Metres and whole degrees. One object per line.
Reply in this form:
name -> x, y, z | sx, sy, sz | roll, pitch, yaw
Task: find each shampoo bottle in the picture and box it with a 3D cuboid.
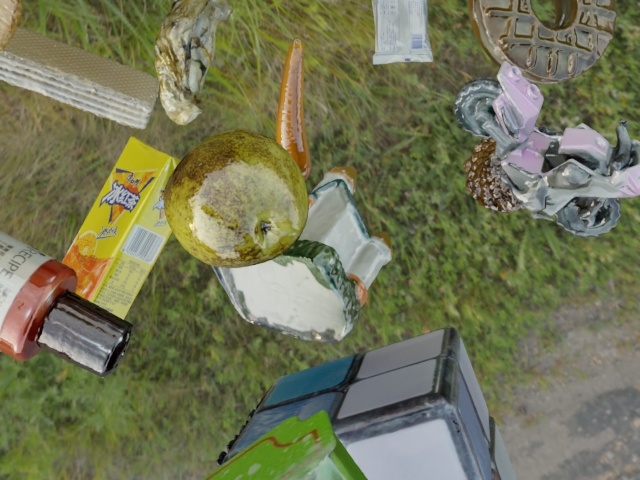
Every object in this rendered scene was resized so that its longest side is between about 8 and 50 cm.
shampoo bottle -> -0.317, 0.049, 0.836 | 0.278, 0.104, 0.104 | 27, 113, 2

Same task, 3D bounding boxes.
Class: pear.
pear -> -0.111, -0.049, 1.181 | 0.197, 0.197, 0.197 | -5, 120, -9

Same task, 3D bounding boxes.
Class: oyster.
oyster -> -0.203, -0.347, 1.409 | 0.094, 0.294, 0.166 | 12, 153, 13

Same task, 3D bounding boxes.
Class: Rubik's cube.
Rubik's cube -> 0.090, 0.339, 1.175 | 0.318, 0.316, 0.313 | -19, 97, 15

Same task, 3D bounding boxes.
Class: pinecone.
pinecone -> 0.355, -0.128, 1.596 | 0.174, 0.173, 0.173 | -5, 120, -9

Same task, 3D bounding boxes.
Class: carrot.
carrot -> -0.050, -0.217, 1.497 | 0.066, 0.062, 0.271 | -12, 119, -17

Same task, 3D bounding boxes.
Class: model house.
model house -> 0.000, 0.000, 1.471 | 0.301, 0.271, 0.190 | -53, 129, -32

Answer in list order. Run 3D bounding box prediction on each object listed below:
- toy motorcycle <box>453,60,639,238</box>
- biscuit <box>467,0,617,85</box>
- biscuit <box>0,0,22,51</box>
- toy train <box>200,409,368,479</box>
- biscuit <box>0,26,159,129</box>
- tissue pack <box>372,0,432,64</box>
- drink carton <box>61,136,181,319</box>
toy motorcycle -> 0.359, -0.141, 1.266 | 0.327, 0.143, 0.188 | 42, 136, -13
biscuit -> 0.445, -0.472, 1.705 | 0.332, 0.103, 0.332 | 1, 88, -21
biscuit -> -0.641, -0.411, 1.464 | 0.254, 0.035, 0.254 | 0, 86, -3
toy train -> -0.056, 0.282, 0.659 | 0.307, 0.249, 0.173 | -36, 101, 1
biscuit -> -0.550, -0.352, 1.761 | 0.426, 0.144, 0.078 | 19, 125, -12
tissue pack -> 0.164, -0.457, 1.730 | 0.123, 0.026, 0.193 | -2, 86, 1
drink carton -> -0.405, -0.028, 1.769 | 0.111, 0.154, 0.351 | 30, 88, -51
